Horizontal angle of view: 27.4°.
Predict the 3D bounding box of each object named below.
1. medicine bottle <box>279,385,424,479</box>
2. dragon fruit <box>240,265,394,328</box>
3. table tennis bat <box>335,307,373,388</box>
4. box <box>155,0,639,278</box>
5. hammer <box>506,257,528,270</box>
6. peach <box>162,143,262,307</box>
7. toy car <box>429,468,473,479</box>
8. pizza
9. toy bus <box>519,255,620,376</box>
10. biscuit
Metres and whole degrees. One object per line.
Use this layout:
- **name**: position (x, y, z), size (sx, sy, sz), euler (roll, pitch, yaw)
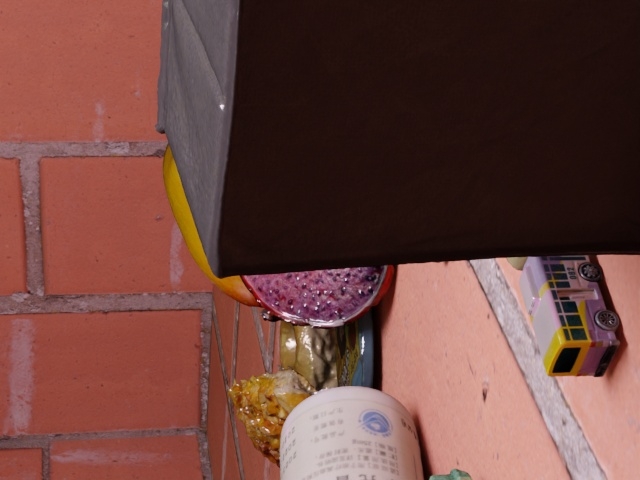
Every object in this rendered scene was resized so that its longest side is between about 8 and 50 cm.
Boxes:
- **medicine bottle**: position (0.039, 0.317, 1.481), size (0.293, 0.170, 0.170), euler (-92, 8, -52)
- **dragon fruit**: position (0.004, 0.000, 1.740), size (0.218, 0.223, 0.148), euler (50, -158, 2)
- **table tennis bat**: position (0.053, 0.177, 1.821), size (0.215, 0.044, 0.329), euler (104, 163, -54)
- **box**: position (0.074, -0.137, 0.886), size (0.204, 0.345, 0.251), euler (-115, 26, -51)
- **hammer**: position (0.173, -0.065, 1.199), size (0.060, 0.028, 0.195), euler (108, 160, -46)
- **peach**: position (-0.084, -0.072, 1.914), size (0.308, 0.289, 0.289), euler (64, 177, -19)
- **toy car**: position (0.137, 0.369, 1.227), size (0.321, 0.097, 0.141), euler (-104, 16, -52)
- **pizza**: position (-0.048, 0.283, 1.912), size (0.086, 0.226, 0.336), euler (-50, -29, -23)
- **toy bus**: position (0.191, 0.053, 1.023), size (0.052, 0.058, 0.102), euler (102, 163, -49)
- **biscuit**: position (-0.017, 0.167, 2.044), size (0.213, 0.091, 0.274), euler (124, 141, -68)
